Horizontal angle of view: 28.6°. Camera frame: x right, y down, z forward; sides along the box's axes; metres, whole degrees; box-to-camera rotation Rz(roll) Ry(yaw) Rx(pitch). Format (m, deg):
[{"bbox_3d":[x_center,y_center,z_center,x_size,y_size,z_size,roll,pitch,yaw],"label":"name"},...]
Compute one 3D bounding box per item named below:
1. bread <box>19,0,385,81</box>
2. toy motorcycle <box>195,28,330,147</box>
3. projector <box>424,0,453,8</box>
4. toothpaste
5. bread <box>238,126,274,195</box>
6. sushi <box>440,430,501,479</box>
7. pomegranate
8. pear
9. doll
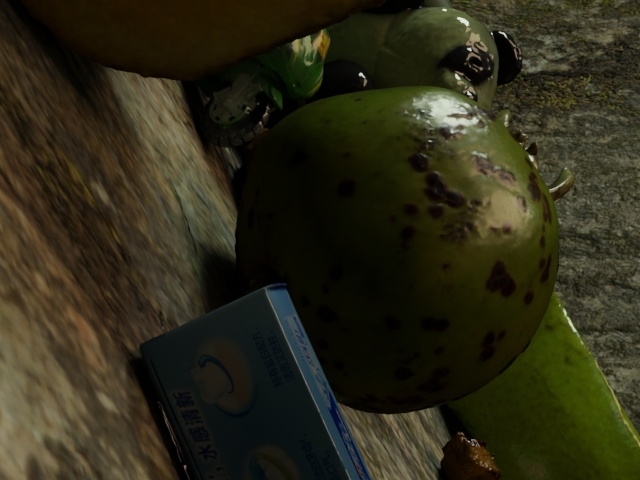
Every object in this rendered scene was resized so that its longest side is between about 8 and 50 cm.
[{"bbox_3d":[-0.052,-0.200,0.597,0.268,0.268,0.145,57,18,-38],"label":"bread"},{"bbox_3d":[-0.051,-0.146,0.886,0.074,0.106,0.190,54,15,-49],"label":"toy motorcycle"},{"bbox_3d":[-0.011,-0.252,1.142,0.099,0.192,0.256,42,23,-55],"label":"projector"},{"bbox_3d":[0.010,0.153,0.526,0.272,0.066,0.053,65,8,6],"label":"toothpaste"},{"bbox_3d":[0.000,0.000,0.913,0.193,0.064,0.193,-23,90,-82],"label":"bread"},{"bbox_3d":[0.133,0.200,1.138,0.099,0.050,0.047,59,14,-64],"label":"sushi"},{"bbox_3d":[0.050,-0.012,0.754,0.198,0.198,0.246,59,34,-29],"label":"pomegranate"},{"bbox_3d":[0.222,0.173,1.350,0.281,0.176,0.286,62,5,-2],"label":"pear"},{"bbox_3d":[0.032,-0.136,0.955,0.135,0.234,0.143,38,70,-44],"label":"doll"}]
